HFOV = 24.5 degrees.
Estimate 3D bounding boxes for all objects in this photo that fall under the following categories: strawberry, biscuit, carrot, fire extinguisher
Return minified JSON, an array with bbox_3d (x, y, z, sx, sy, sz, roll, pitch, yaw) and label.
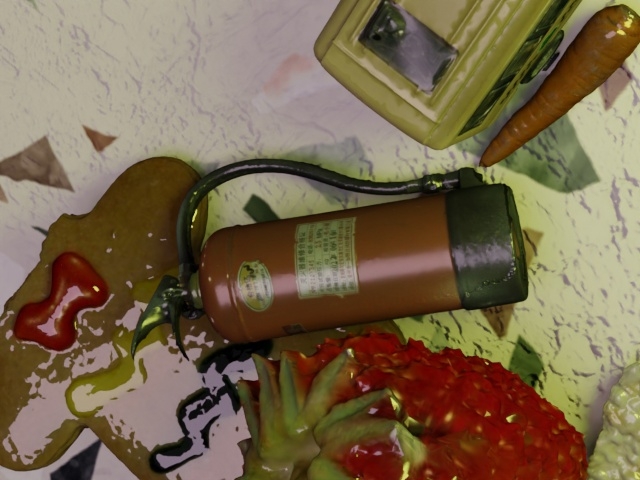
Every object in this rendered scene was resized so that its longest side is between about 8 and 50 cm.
[{"bbox_3d":[0.090,0.237,1.336,0.343,0.292,0.292,20,126,-32],"label":"strawberry"},{"bbox_3d":[-0.150,0.143,1.492,0.394,0.076,0.368,37,95,8],"label":"biscuit"},{"bbox_3d":[0.211,-0.132,1.325,0.048,0.048,0.216,45,126,4],"label":"carrot"},{"bbox_3d":[0.343,0.188,1.379,0.265,0.040,0.188,-34,92,29],"label":"biscuit"},{"bbox_3d":[0.003,0.009,1.407,0.376,0.200,0.113,-10,128,10],"label":"fire extinguisher"}]

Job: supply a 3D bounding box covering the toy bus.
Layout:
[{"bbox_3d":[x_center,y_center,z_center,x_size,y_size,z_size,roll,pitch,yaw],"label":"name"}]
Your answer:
[{"bbox_3d":[0.159,-0.259,1.209,0.177,0.202,0.365,38,119,9],"label":"toy bus"}]
